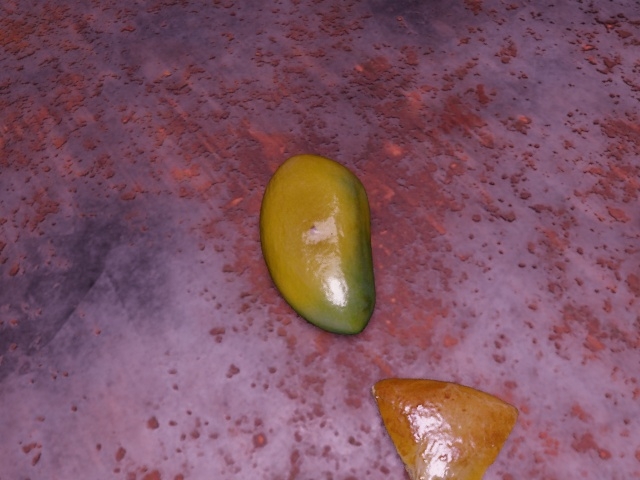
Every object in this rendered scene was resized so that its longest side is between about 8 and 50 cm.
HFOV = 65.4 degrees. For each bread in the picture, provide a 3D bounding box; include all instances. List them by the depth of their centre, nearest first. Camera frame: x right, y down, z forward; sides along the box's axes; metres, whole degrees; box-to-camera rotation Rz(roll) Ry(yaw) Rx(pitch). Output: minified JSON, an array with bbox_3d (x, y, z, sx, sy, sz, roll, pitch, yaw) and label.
[{"bbox_3d":[0.140,0.197,0.507,0.136,0.054,0.154,-18,65,-8],"label":"bread"}]

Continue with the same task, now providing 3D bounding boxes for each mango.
[{"bbox_3d":[-0.007,-0.001,0.603,0.137,0.091,0.237,-6,62,9],"label":"mango"}]
